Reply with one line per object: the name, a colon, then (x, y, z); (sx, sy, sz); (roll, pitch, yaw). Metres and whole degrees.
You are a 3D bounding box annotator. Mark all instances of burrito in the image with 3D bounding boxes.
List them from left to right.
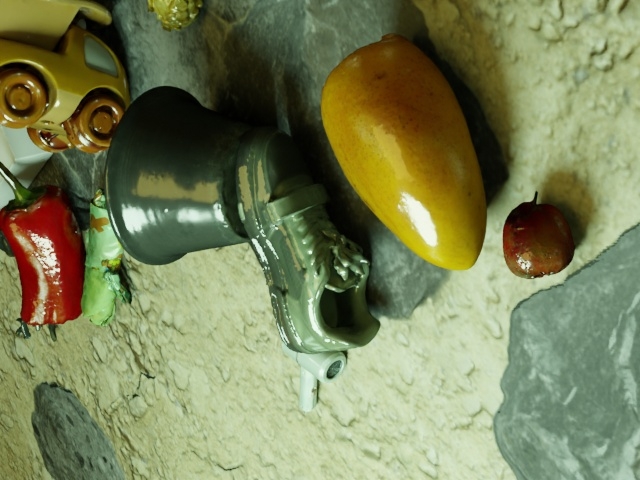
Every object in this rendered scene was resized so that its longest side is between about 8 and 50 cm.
burrito: (-0.357, 0.047, 1.706); (0.104, 0.054, 0.288); (41, 133, 29)

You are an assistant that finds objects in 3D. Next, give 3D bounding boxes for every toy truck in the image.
toy truck: (-0.416, -0.247, 1.484); (0.204, 0.288, 0.212); (5, 85, 51)

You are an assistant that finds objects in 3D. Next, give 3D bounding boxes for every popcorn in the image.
popcorn: (-0.194, -0.316, 1.336); (0.082, 0.057, 0.083); (33, 126, 29)

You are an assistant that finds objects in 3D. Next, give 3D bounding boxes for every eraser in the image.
eraser: (-0.585, -0.129, 1.879); (0.298, 0.078, 0.076); (-35, 78, 52)

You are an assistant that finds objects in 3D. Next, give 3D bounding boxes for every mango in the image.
mango: (0.093, -0.083, 1.035); (0.252, 0.126, 0.154); (65, 154, 4)

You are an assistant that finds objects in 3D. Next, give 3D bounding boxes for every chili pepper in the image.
chili pepper: (-0.481, -0.024, 1.750); (0.131, 0.134, 0.338); (5, 117, 22)

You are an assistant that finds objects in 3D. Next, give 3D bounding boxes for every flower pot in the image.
flower pot: (-0.144, -0.077, 1.282); (0.148, 0.235, 0.235); (7, 112, 28)

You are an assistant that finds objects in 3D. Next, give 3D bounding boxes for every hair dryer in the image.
hair dryer: (-0.011, 0.184, 1.351); (0.082, 0.047, 0.137); (35, 136, 35)

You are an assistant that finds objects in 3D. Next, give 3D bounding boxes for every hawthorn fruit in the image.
hawthorn fruit: (0.208, 0.001, 0.976); (0.077, 0.077, 0.077); (25, 124, 43)

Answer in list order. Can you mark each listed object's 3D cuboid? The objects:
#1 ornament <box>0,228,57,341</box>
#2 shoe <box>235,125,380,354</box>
ornament: (-0.565, 0.079, 1.949); (0.202, 0.080, 0.236); (17, 119, 42)
shoe: (-0.001, 0.001, 1.210); (0.149, 0.109, 0.293); (0, 109, 46)
